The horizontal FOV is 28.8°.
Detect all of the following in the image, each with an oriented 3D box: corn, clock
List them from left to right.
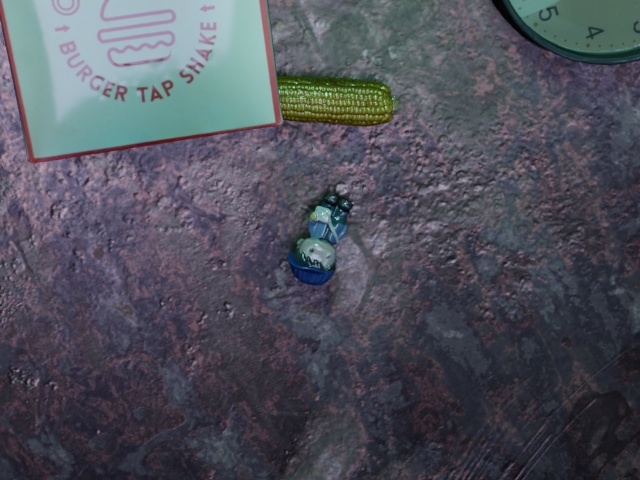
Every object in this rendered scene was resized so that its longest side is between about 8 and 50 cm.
[{"bbox_3d":[0.011,-0.197,1.761,0.207,0.068,0.068,3,110,-10],"label":"corn"},{"bbox_3d":[0.404,-0.427,1.711,0.386,0.076,0.386,-2,116,-5],"label":"clock"}]

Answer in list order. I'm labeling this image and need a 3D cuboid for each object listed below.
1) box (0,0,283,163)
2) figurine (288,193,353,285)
[{"bbox_3d":[-0.231,-0.303,1.562,0.314,0.300,0.312,-9,111,-5],"label":"box"},{"bbox_3d":[-0.002,-0.001,1.843,0.077,0.079,0.136,22,83,-12],"label":"figurine"}]
